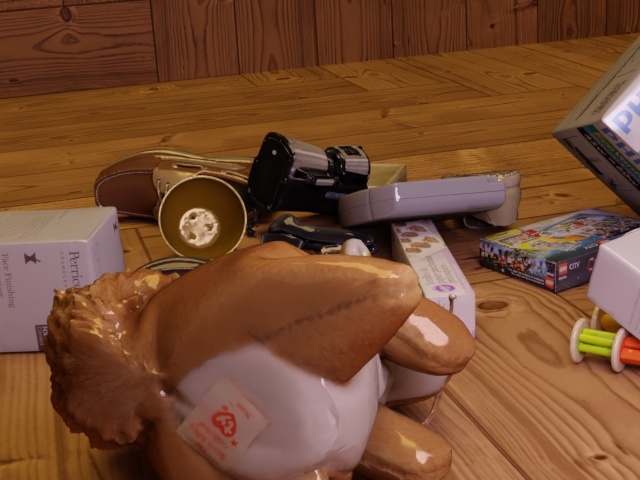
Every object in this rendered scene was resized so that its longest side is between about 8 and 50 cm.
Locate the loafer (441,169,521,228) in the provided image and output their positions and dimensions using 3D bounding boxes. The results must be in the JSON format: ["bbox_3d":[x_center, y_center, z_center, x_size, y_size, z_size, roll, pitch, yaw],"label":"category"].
[{"bbox_3d":[0.258,-0.065,1.819,0.102,0.092,0.268,-3,2,-4],"label":"loafer"}]

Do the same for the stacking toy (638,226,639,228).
[{"bbox_3d":[0.567,0.030,1.413,0.331,0.141,0.141,-2,17,-14],"label":"stacking toy"}]

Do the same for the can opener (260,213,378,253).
[{"bbox_3d":[0.000,0.000,1.737,0.186,0.073,0.059,5,-19,16],"label":"can opener"}]

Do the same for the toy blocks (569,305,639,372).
[{"bbox_3d":[0.377,0.116,1.283,0.148,0.054,0.123,8,21,32],"label":"toy blocks"}]

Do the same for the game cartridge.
[{"bbox_3d":[0.136,-0.054,1.715,0.198,0.062,0.297,-9,-1,-14],"label":"game cartridge"}]

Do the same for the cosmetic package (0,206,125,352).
[{"bbox_3d":[-0.363,0.050,1.471,0.184,0.151,0.151,-3,18,6],"label":"cosmetic package"}]

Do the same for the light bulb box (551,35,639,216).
[{"bbox_3d":[0.556,-0.218,1.603,0.358,0.225,0.361,-48,1,3],"label":"light bulb box"}]

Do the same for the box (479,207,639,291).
[{"bbox_3d":[0.371,0.009,1.629,0.233,0.044,0.159,-14,20,-30],"label":"box"}]

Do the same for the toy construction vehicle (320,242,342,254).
[{"bbox_3d":[0.014,0.042,1.628,0.098,0.035,0.086,-9,29,-9],"label":"toy construction vehicle"}]

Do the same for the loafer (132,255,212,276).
[{"bbox_3d":[-0.156,0.065,1.497,0.220,0.080,0.078,-6,18,-8],"label":"loafer"}]

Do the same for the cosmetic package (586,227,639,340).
[{"bbox_3d":[0.416,0.080,1.223,0.117,0.085,0.231,-17,40,-28],"label":"cosmetic package"}]

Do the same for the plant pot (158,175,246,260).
[{"bbox_3d":[-0.187,-0.027,1.748,0.134,0.134,0.095,-7,-6,-11],"label":"plant pot"}]

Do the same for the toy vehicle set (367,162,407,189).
[{"bbox_3d":[0.014,-0.107,2.074,0.267,0.035,0.166,2,19,18],"label":"toy vehicle set"}]

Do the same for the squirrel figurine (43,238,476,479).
[{"bbox_3d":[-0.047,0.104,1.074,0.397,0.280,0.370,5,13,18],"label":"squirrel figurine"}]

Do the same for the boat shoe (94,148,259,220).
[{"bbox_3d":[-0.232,-0.089,1.935,0.324,0.122,0.120,-3,21,4],"label":"boat shoe"}]

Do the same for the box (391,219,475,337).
[{"bbox_3d":[0.148,0.047,1.524,0.063,0.067,0.324,-5,17,-3],"label":"box"}]

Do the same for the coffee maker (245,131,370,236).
[{"bbox_3d":[-0.025,-0.091,1.873,0.178,0.171,0.120,7,46,-38],"label":"coffee maker"}]
